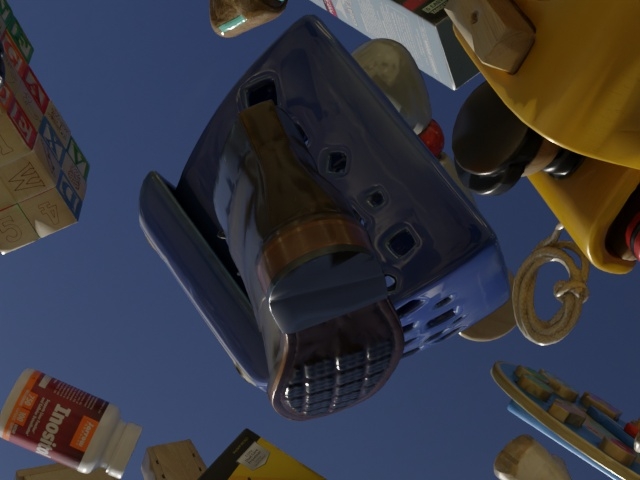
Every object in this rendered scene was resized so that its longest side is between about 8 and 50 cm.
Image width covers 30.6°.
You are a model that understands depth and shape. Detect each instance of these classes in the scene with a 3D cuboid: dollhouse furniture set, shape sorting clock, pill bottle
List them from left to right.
[{"bbox_3d":[-0.284,0.212,1.337,0.152,0.086,0.086,24,-95,-4],"label":"pill bottle"},{"bbox_3d":[-0.305,0.471,1.637,0.198,0.286,0.303,57,-41,38],"label":"dollhouse furniture set"},{"bbox_3d":[0.204,0.135,0.771,0.206,0.206,0.040,33,-87,35],"label":"shape sorting clock"}]

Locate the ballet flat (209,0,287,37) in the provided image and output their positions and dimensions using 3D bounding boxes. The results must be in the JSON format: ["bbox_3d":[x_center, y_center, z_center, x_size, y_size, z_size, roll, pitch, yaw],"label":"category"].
[{"bbox_3d":[-0.090,-0.374,1.545,0.124,0.116,0.342,-35,-149,31],"label":"ballet flat"}]

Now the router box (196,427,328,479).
[{"bbox_3d":[-0.075,0.281,1.110,0.133,0.046,0.179,27,-126,26],"label":"router box"}]

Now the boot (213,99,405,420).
[{"bbox_3d":[-0.007,0.019,0.647,0.082,0.219,0.106,-16,-119,-9],"label":"boot"}]

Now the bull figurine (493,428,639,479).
[{"bbox_3d":[0.147,0.153,0.438,0.188,0.310,0.101,41,-70,39],"label":"bull figurine"}]

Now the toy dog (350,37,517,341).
[{"bbox_3d":[0.074,-0.032,1.200,0.161,0.220,0.334,-28,-79,0],"label":"toy dog"}]

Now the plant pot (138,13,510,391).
[{"bbox_3d":[0.000,0.000,0.950,0.212,0.236,0.236,-38,-107,2],"label":"plant pot"}]

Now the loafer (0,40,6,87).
[{"bbox_3d":[-0.374,-0.068,0.895,0.302,0.109,0.095,-20,-107,3],"label":"loafer"}]

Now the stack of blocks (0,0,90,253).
[{"bbox_3d":[-0.335,-0.157,1.129,0.087,0.297,0.171,-23,-152,9],"label":"stack of blocks"}]

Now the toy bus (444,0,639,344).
[{"bbox_3d":[0.098,-0.070,0.411,0.191,0.104,0.202,-11,-108,59],"label":"toy bus"}]

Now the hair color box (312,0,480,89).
[{"bbox_3d":[0.129,-0.363,1.596,0.185,0.114,0.374,-36,-137,-12],"label":"hair color box"}]
